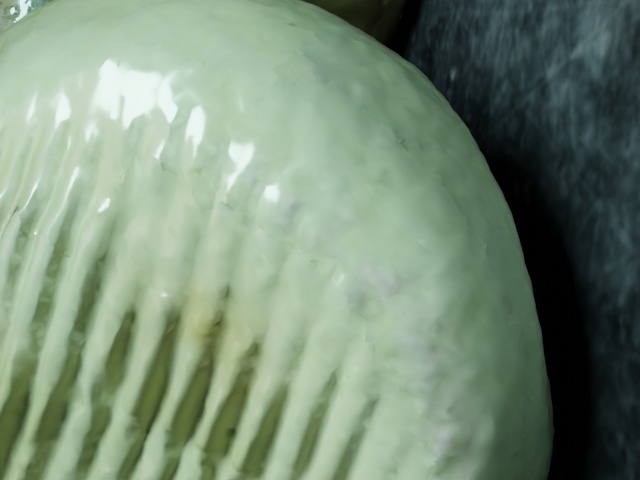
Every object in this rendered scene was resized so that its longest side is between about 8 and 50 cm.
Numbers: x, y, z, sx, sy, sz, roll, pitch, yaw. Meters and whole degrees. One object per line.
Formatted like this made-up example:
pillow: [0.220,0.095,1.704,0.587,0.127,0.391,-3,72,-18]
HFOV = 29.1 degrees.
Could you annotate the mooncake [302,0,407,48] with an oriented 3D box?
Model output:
mooncake: [-0.047,-0.205,0.751,0.290,0.161,0.290,-178,90,-74]

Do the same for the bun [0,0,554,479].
bun: [-0.055,0.059,0.582,0.213,0.361,0.361,-39,-37,-63]

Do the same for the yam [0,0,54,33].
yam: [-0.174,-0.131,0.776,0.078,0.078,0.179,-171,84,-72]
